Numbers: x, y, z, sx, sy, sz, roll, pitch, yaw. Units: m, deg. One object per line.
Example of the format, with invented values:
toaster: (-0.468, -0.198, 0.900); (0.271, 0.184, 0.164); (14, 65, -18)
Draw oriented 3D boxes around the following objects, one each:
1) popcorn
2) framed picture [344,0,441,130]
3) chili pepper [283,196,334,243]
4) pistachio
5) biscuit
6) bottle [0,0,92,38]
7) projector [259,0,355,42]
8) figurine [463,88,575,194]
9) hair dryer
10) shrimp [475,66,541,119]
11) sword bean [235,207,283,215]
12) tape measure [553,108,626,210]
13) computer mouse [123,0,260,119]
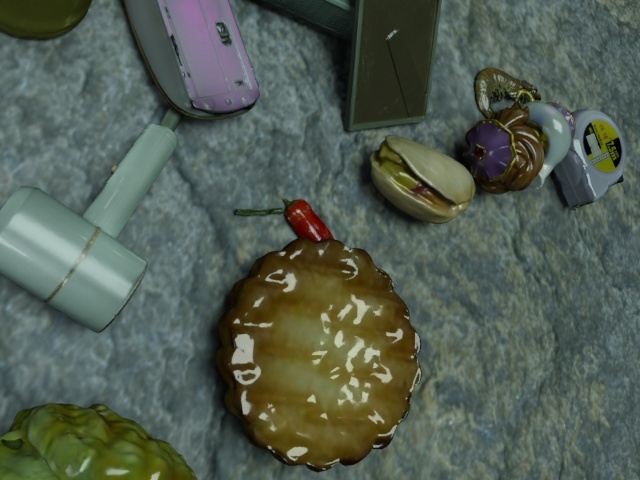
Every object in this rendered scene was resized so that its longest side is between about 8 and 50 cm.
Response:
popcorn: (-0.261, 0.300, 0.630); (0.274, 0.335, 0.279); (19, 65, -54)
framed picture: (0.127, -0.319, 1.104); (0.188, 0.023, 0.260); (-16, 122, -35)
chili pepper: (0.000, 0.000, 1.027); (0.045, 0.027, 0.178); (-44, 106, -33)
pistachio: (0.168, -0.104, 1.116); (0.200, 0.117, 0.145); (23, 29, -20)
biscuit: (-0.003, 0.160, 0.944); (0.325, 0.107, 0.326); (8, 74, -28)
bottle: (-0.298, -0.376, 0.720); (0.171, 0.351, 0.172); (9, 73, -31)
projector: (-0.016, -0.462, 1.080); (0.256, 0.099, 0.192); (14, 73, -30)
figurine: (0.377, -0.181, 1.247); (0.263, 0.142, 0.190); (-29, 99, -37)
hair dryer: (-0.263, -0.074, 0.846); (0.173, 0.107, 0.357); (39, 52, -21)
shrimp: (0.388, -0.284, 1.345); (0.178, 0.034, 0.125); (15, 74, -28)
sword bean: (-0.092, -0.043, 0.986); (0.083, 0.012, 0.012); (-3, 81, -35)
tape measure: (0.564, -0.181, 1.400); (0.178, 0.105, 0.196); (-21, 90, -28)
computer mouse: (-0.190, -0.319, 0.947); (0.158, 0.071, 0.311); (-19, 89, -36)
